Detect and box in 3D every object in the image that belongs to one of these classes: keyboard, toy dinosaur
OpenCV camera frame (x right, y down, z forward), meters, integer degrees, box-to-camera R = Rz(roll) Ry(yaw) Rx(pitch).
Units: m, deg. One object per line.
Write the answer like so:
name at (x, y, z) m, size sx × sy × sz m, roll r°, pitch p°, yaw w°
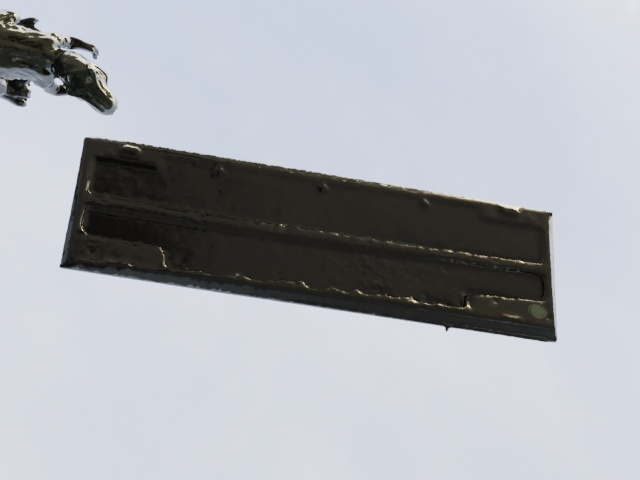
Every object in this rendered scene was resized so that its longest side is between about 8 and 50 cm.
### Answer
keyboard at (0.000, 0.000, 0.479) m, size 0.198 × 0.010 × 0.063 m, roll 9°, pitch -121°, yaw -8°
toy dinosaur at (-0.265, -0.160, 1.003) m, size 0.187 × 0.179 × 0.087 m, roll 7°, pitch -90°, yaw 11°
